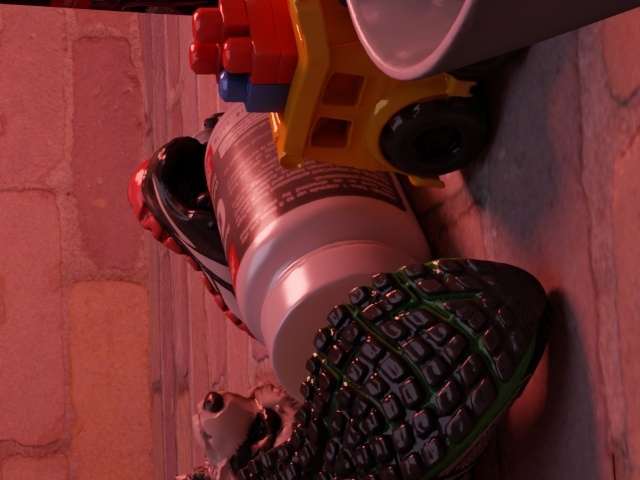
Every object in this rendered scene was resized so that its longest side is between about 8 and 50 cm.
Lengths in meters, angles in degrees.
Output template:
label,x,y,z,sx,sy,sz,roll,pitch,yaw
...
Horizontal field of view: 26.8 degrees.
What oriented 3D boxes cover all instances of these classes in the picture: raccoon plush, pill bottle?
label,x,y,z,sx,sy,sz,roll,pitch,yaw
raccoon plush,-0.032,0.319,1.371,0.216,0.299,0.446,52,175,44
pill bottle,0.000,0.000,1.115,0.283,0.161,0.161,-109,23,-53

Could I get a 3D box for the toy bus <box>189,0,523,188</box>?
label,x,y,z,sx,sy,sz,roll,pitch,yaw
toy bus,0.019,-0.154,0.946,0.220,0.211,0.149,108,158,-48

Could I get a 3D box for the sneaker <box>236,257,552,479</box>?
label,x,y,z,sx,sy,sz,roll,pitch,yaw
sneaker,0.058,0.132,0.953,0.343,0.146,0.134,-54,53,39

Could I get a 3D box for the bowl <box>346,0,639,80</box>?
label,x,y,z,sx,sy,sz,roll,pitch,yaw
bowl,0.118,-0.230,0.643,0.311,0.163,0.311,180,90,-75

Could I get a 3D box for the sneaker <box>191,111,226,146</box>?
label,x,y,z,sx,sy,sz,roll,pitch,yaw
sneaker,-0.067,-0.066,1.399,0.235,0.153,0.094,-105,20,-46

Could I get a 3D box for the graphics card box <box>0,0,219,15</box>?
label,x,y,z,sx,sy,sz,roll,pitch,yaw
graphics card box,-0.171,-0.295,1.367,0.233,0.371,0.094,171,99,-75

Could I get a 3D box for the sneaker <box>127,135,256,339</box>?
label,x,y,z,sx,sy,sz,roll,pitch,yaw
sneaker,-0.073,0.003,1.306,0.276,0.097,0.135,45,151,7
